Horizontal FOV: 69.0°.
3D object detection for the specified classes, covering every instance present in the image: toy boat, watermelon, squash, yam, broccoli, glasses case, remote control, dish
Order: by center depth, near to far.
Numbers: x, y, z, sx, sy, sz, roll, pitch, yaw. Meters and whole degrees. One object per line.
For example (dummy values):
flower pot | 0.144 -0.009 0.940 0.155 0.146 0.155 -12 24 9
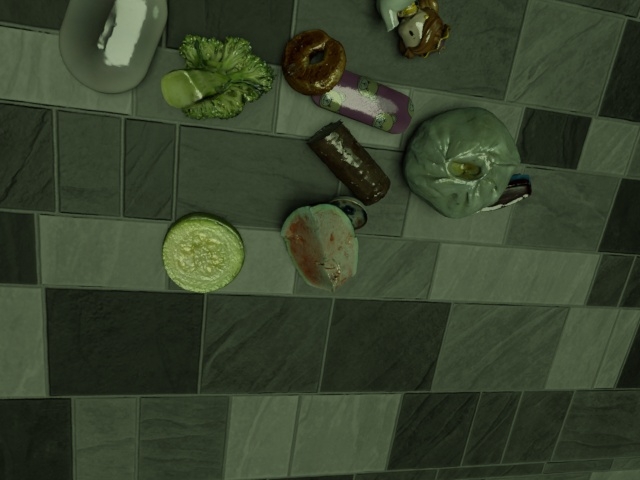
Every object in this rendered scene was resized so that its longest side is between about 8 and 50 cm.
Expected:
broccoli | -0.295 -0.387 1.150 0.252 0.361 0.221 15 117 22
remote control | -0.520 -0.536 1.169 0.221 0.103 0.332 25 102 -13
glasses case | 0.127 -0.412 1.371 0.317 0.076 0.123 16 101 -15
yam | 0.095 -0.232 1.404 0.131 0.131 0.280 -44 112 4
watermelon | 0.000 0.000 1.424 0.224 0.180 0.305 -18 119 0
squash | -0.363 0.041 1.432 0.252 0.049 0.251 -4 110 -11
dish | 0.086 -0.106 1.474 0.141 0.078 0.141 9 141 8
toy boat | 0.591 -0.160 1.557 0.223 0.097 0.100 -19 116 12

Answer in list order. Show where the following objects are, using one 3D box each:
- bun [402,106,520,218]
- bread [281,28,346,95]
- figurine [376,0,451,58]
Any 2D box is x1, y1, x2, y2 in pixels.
bun | 0.434 -0.241 1.415 0.355 0.194 0.354 0 101 0
bread | -0.020 -0.488 1.287 0.193 0.064 0.193 -2 82 11
figurine | 0.256 -0.625 1.297 0.189 0.142 0.263 -45 112 -11
